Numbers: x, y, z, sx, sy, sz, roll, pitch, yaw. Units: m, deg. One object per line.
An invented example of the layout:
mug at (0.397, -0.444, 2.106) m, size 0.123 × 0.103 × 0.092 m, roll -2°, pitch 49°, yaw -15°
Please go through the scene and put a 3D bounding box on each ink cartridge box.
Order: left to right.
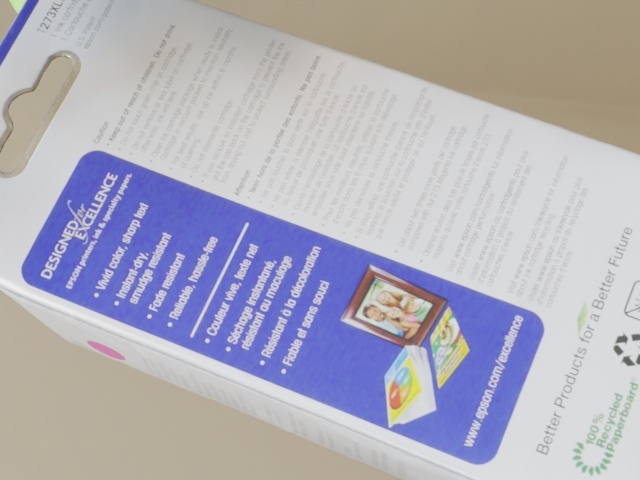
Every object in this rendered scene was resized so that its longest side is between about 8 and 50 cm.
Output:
ink cartridge box at (0.000, 0.000, 0.676) m, size 0.069 × 0.370 × 0.176 m, roll 86°, pitch -152°, yaw -68°

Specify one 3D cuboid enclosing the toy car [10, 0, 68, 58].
toy car at (-0.157, -0.122, 0.955) m, size 0.239 × 0.225 × 0.053 m, roll -34°, pitch -13°, yaw 17°
